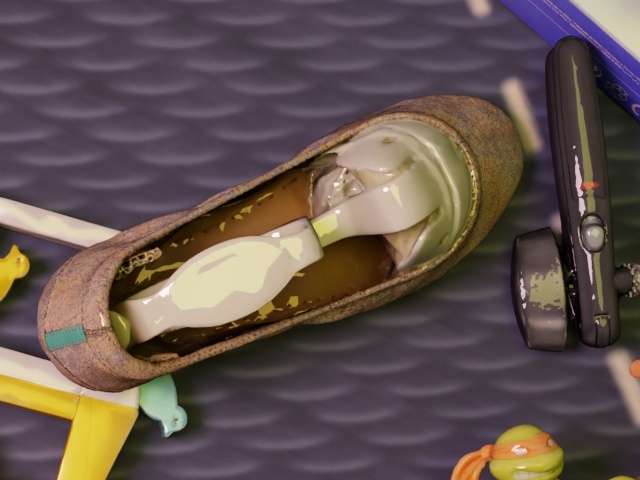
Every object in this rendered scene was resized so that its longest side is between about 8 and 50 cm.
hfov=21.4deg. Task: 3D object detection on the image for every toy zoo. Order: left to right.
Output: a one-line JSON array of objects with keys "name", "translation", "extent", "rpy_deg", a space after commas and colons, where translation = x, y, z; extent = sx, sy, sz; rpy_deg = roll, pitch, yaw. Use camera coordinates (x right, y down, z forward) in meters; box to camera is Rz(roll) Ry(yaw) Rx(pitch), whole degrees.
[{"name": "toy zoo", "translation": [-0.215, 0.063, 0.932], "extent": [0.293, 0.030, 0.192], "rpy_deg": [17, 79, -8]}]

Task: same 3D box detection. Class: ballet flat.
[{"name": "ballet flat", "translation": [0.000, 0.000, 0.926], "extent": [0.316, 0.106, 0.107], "rpy_deg": [-28, 93, -21]}]

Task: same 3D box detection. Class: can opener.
[{"name": "can opener", "translation": [0.151, -0.027, 0.994], "extent": [0.073, 0.059, 0.186], "rpy_deg": [-1, 91, -11]}]

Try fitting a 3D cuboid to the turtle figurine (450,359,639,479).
[{"name": "turtle figurine", "translation": [0.123, 0.193, 0.936], "extent": [0.269, 0.087, 0.217], "rpy_deg": [-20, 97, -27]}]

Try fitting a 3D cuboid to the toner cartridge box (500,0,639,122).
[{"name": "toner cartridge box", "translation": [0.186, -0.195, 1.025], "extent": [0.348, 0.075, 0.165], "rpy_deg": [40, 78, -3]}]
